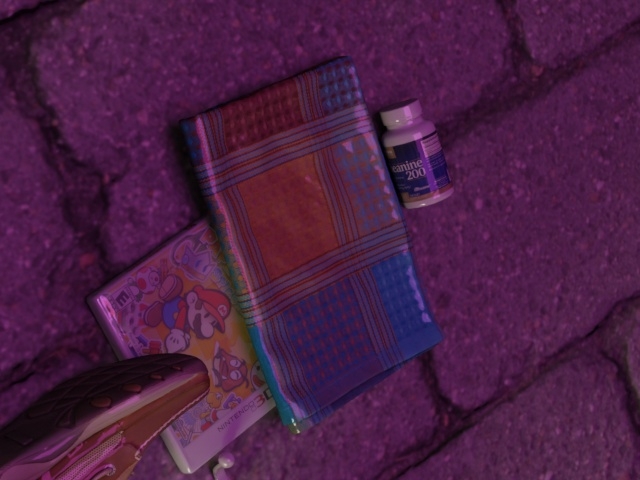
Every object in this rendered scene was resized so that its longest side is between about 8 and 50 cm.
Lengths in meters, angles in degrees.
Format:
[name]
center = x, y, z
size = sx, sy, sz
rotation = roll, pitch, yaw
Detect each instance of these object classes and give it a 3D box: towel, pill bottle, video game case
[towel]
center = 0.000, 0.000, 1.815
size = 0.271, 0.040, 0.370
rotation = -27, 104, -41
[pill bottle]
center = 0.110, -0.103, 1.900
size = 0.067, 0.067, 0.120
rotation = -26, 104, -33
[video game case]
center = -0.122, 0.103, 1.752
size = 0.206, 0.026, 0.227
rotation = -37, 110, -31

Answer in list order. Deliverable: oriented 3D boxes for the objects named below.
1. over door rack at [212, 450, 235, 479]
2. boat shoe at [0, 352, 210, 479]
[over door rack]
center = -0.064, 0.382, 1.632
size = 0.239, 0.324, 0.108
rotation = -39, 154, -29
[boat shoe]
center = -0.247, 0.221, 1.610
size = 0.324, 0.123, 0.116
rotation = -30, 112, -22
